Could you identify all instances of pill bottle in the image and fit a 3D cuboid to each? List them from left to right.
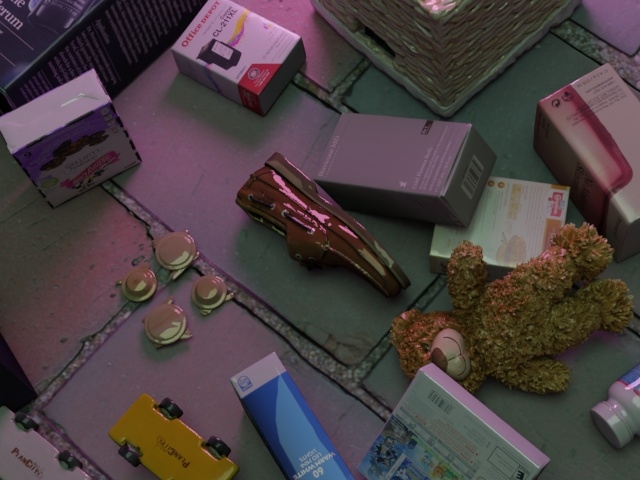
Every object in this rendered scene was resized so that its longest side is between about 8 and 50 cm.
[{"bbox_3d":[0.449,0.210,1.650,0.160,0.087,0.087,-34,67,-8],"label":"pill bottle"}]

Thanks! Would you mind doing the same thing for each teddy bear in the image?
[{"bbox_3d":[0.266,0.111,1.668,0.338,0.113,0.245,-10,110,-2],"label":"teddy bear"}]

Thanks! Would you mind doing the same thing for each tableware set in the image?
[{"bbox_3d":[-0.223,0.072,1.827,0.141,0.020,0.169,-34,67,-8],"label":"tableware set"}]

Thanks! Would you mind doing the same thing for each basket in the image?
[{"bbox_3d":[0.192,-0.440,1.869,0.331,0.266,0.328,-41,67,-13],"label":"basket"}]

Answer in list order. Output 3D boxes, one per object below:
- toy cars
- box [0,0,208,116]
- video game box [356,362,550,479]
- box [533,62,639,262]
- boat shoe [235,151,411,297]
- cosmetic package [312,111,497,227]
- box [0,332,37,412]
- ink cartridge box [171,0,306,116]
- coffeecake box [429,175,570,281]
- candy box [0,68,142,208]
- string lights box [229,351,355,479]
[{"bbox_3d":[-0.299,0.313,1.699,0.393,0.087,0.176,-6,61,8],"label":"toy cars"},{"bbox_3d":[-0.420,-0.392,1.947,0.293,0.212,0.395,39,75,21],"label":"box"},{"bbox_3d":[0.172,0.298,1.611,0.205,0.048,0.187,39,114,20],"label":"video game box"},{"bbox_3d":[0.424,-0.111,1.759,0.126,0.149,0.232,-29,66,-6],"label":"box"},{"bbox_3d":[0.000,0.000,1.792,0.104,0.111,0.307,-44,59,-8],"label":"boat shoe"},{"bbox_3d":[0.121,-0.105,1.770,0.238,0.107,0.127,9,69,36],"label":"cosmetic package"},{"bbox_3d":[-0.647,0.176,1.744,0.343,0.179,0.312,-33,66,-8],"label":"box"},{"bbox_3d":[-0.131,-0.299,1.947,0.175,0.072,0.127,29,73,17],"label":"ink cartridge box"},{"bbox_3d":[0.263,-0.016,1.780,0.185,0.068,0.142,9,67,10],"label":"coffeecake box"},{"bbox_3d":[-0.377,-0.150,1.844,0.165,0.196,0.070,-29,67,-6],"label":"candy box"},{"bbox_3d":[-0.020,0.292,1.644,0.076,0.133,0.260,-31,67,-8],"label":"string lights box"}]
